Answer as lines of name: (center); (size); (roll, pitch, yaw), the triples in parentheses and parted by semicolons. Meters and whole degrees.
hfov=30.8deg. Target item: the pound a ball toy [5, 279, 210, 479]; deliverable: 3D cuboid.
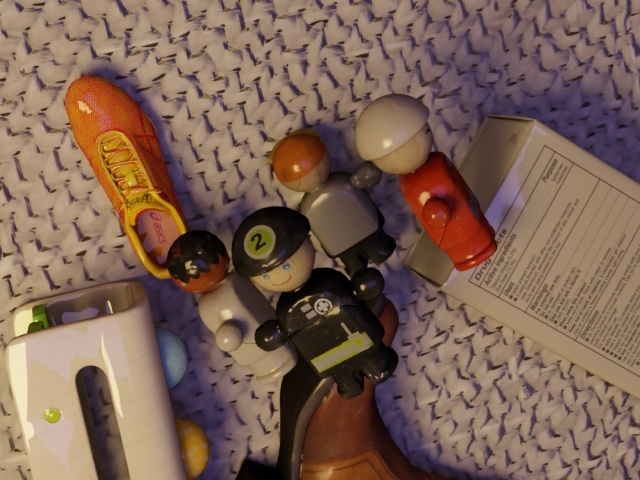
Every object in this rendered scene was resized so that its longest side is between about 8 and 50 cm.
pound a ball toy: (-0.142, 0.207, 0.892); (0.135, 0.208, 0.319); (-13, 101, -10)

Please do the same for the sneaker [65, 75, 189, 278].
sneaker: (-0.146, -0.052, 0.921); (0.064, 0.067, 0.175); (-29, 103, -5)

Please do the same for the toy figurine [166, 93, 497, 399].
toy figurine: (0.000, 0.000, 0.879); (0.213, 0.209, 0.148); (-46, 111, -24)

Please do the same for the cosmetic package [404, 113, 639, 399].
cosmetic package: (0.249, 0.034, 1.002); (0.309, 0.113, 0.160); (30, 92, -15)

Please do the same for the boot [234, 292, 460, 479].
boot: (0.089, 0.202, 1.002); (0.280, 0.096, 0.264); (24, 93, -16)
